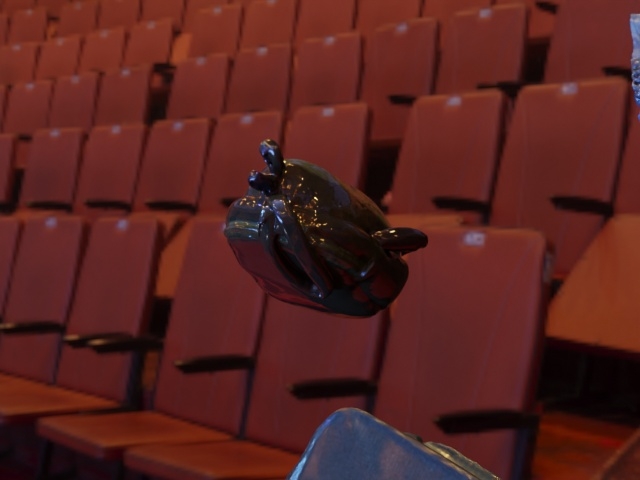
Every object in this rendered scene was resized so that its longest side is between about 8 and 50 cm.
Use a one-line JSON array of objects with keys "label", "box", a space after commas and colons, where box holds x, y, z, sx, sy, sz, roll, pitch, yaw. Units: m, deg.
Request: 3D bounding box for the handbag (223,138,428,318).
[{"label": "handbag", "box": [0.000, 0.000, 0.407, 0.072, 0.047, 0.111, 10, -13, 23]}]

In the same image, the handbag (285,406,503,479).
[{"label": "handbag", "box": [0.020, 0.287, 0.694, 0.089, 0.326, 0.238, 34, -6, -32]}]

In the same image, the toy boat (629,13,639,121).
[{"label": "toy boat", "box": [0.347, -0.123, 0.984, 0.098, 0.237, 0.109, -13, -7, 29]}]
